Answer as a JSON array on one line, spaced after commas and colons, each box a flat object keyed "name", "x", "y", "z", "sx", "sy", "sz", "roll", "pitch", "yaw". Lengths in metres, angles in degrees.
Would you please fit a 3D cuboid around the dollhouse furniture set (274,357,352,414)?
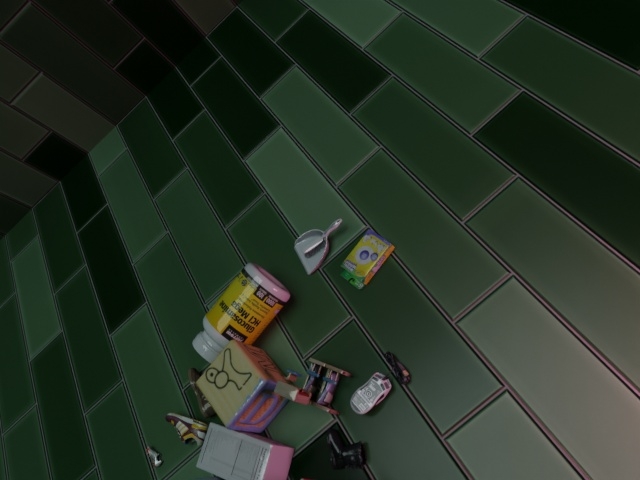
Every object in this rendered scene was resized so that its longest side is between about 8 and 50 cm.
[{"name": "dollhouse furniture set", "x": -0.016, "y": 0.418, "z": 1.483, "sx": 0.129, "sy": 0.183, "sz": 0.129, "roll": 12, "pitch": 74, "yaw": 34}]

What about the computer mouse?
[{"name": "computer mouse", "x": 0.166, "y": 0.423, "z": 1.467, "sx": 0.193, "sy": 0.042, "sz": 0.106, "roll": -44, "pitch": 58, "yaw": -2}]

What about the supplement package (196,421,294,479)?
[{"name": "supplement package", "x": -0.224, "y": 0.653, "z": 1.522, "sx": 0.244, "sy": 0.134, "sz": 0.139, "roll": 6, "pitch": 70, "yaw": 32}]

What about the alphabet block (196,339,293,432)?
[{"name": "alphabet block", "x": -0.231, "y": 0.457, "z": 1.583, "sx": 0.192, "sy": 0.193, "sz": 0.197, "roll": -49, "pitch": 53, "yaw": -1}]

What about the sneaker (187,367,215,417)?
[{"name": "sneaker", "x": -0.395, "y": 0.513, "z": 1.743, "sx": 0.071, "sy": 0.066, "sz": 0.188, "roll": -29, "pitch": 60, "yaw": -5}]

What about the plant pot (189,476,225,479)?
[{"name": "plant pot", "x": -0.335, "y": 0.821, "z": 1.427, "sx": 0.293, "sy": 0.293, "sz": 0.235, "roll": -33, "pitch": 46, "yaw": 13}]

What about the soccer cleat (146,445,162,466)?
[{"name": "soccer cleat", "x": -0.573, "y": 0.741, "z": 1.749, "sx": 0.035, "sy": 0.029, "sz": 0.083, "roll": -39, "pitch": 57, "yaw": -3}]

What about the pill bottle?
[{"name": "pill bottle", "x": -0.271, "y": 0.254, "z": 1.705, "sx": 0.188, "sy": 0.188, "sz": 0.334, "roll": 39, "pitch": 90, "yaw": 37}]

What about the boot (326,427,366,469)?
[{"name": "boot", "x": 0.074, "y": 0.588, "z": 1.437, "sx": 0.099, "sy": 0.045, "sz": 0.121, "roll": -20, "pitch": 66, "yaw": 23}]

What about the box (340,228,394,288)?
[{"name": "box", "x": 0.145, "y": 0.062, "z": 1.648, "sx": 0.105, "sy": 0.043, "sz": 0.179, "roll": 36, "pitch": 90, "yaw": 37}]

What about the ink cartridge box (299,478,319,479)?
[{"name": "ink cartridge box", "x": 0.058, "y": 0.708, "z": 1.227, "sx": 0.226, "sy": 0.306, "sz": 0.131, "roll": 32, "pitch": 85, "yaw": 36}]

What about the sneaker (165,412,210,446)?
[{"name": "sneaker", "x": -0.461, "y": 0.638, "z": 1.706, "sx": 0.185, "sy": 0.069, "sz": 0.084, "roll": 1, "pitch": 63, "yaw": 31}]

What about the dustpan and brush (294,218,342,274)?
[{"name": "dustpan and brush", "x": 0.000, "y": 0.000, "z": 1.748, "sx": 0.211, "sy": 0.060, "sz": 0.147, "roll": -37, "pitch": 54, "yaw": 10}]
